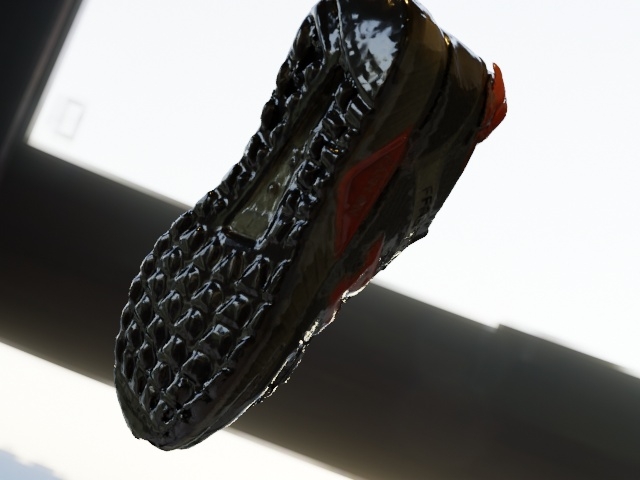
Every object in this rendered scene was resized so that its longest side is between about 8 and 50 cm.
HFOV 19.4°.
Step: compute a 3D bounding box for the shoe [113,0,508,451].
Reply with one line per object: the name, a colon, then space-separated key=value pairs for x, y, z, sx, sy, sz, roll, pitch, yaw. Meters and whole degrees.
shoe: x=-0.001 y=0.001 z=0.676 sx=0.077 sy=0.194 sz=0.074 roll=18 pitch=21 yaw=-40
